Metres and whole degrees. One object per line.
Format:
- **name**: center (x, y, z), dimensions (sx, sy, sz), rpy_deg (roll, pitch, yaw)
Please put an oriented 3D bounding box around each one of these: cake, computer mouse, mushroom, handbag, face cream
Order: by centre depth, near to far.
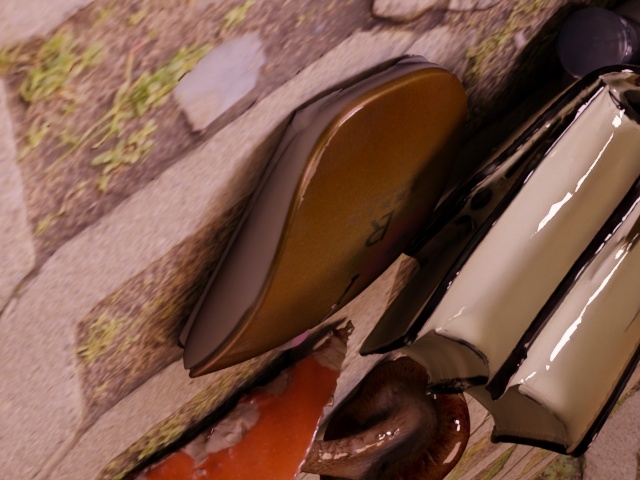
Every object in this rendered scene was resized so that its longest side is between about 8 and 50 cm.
- **computer mouse**: center (0.000, 0.000, 1.161), dimensions (0.158, 0.072, 0.310), rpy_deg (-27, 160, -36)
- **handbag**: center (0.152, 0.013, 1.250), dimensions (0.237, 0.160, 0.358), rpy_deg (-54, 180, -6)
- **face cream**: center (0.249, -0.140, 1.352), dimensions (0.144, 0.071, 0.291), rpy_deg (-45, 164, 21)
- **cake**: center (-0.065, 0.174, 1.480), dimensions (0.287, 0.135, 0.098), rpy_deg (-55, 167, -25)
- **mushroom**: center (0.014, 0.214, 1.731), dimensions (0.217, 0.148, 0.227), rpy_deg (-1, 131, -39)
